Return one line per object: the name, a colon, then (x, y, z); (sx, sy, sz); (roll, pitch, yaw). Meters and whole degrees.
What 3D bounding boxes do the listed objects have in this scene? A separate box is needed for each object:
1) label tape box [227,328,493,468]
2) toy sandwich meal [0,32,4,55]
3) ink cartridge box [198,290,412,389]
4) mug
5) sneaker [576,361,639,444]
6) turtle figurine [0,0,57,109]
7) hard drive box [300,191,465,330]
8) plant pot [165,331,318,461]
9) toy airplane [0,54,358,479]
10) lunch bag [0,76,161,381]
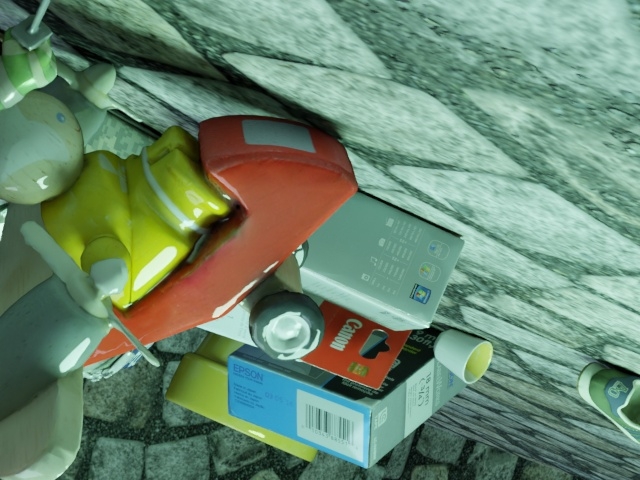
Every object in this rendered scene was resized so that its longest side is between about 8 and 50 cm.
label tape box: (0.062, 0.168, 2.149); (0.240, 0.106, 0.333); (17, -149, 31)
toy sandwich meal: (-0.301, -0.169, 1.380); (0.085, 0.029, 0.085); (25, 163, 8)
ink cartridge box: (-0.024, 0.055, 1.555); (0.232, 0.066, 0.189); (15, -157, 11)
mug: (0.188, 0.152, 2.026); (0.064, 0.062, 0.078); (28, 169, 35)
sneaker: (0.388, 0.206, 1.773); (0.192, 0.064, 0.086); (31, 174, -28)
turtle figurine: (-0.277, -0.176, 1.051); (0.197, 0.275, 0.266); (3, -163, -12)
hard drive box: (0.000, 0.000, 1.446); (0.232, 0.089, 0.181); (24, 173, -5)
plant pot: (-0.083, 0.189, 2.390); (0.254, 0.239, 0.254); (23, 171, 4)
toy airplane: (-0.211, 0.009, 1.190); (0.386, 0.384, 0.272); (10, 136, 41)
lunch bag: (-0.283, -0.017, 1.549); (0.212, 0.256, 0.305); (16, 170, 44)
